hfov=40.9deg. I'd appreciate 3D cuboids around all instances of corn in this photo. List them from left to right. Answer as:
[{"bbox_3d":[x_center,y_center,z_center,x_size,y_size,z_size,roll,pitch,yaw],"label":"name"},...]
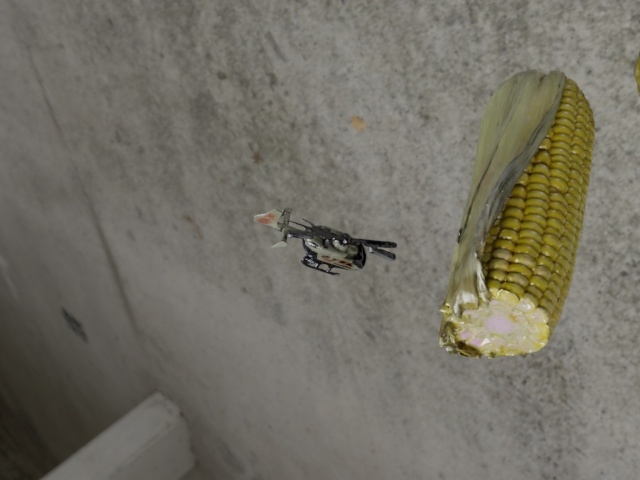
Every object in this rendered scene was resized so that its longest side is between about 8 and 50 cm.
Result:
[{"bbox_3d":[0.186,-0.030,0.818,0.122,0.305,0.123,32,146,-18],"label":"corn"}]

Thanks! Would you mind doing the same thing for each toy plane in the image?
[{"bbox_3d":[0.000,0.000,0.660,0.121,0.031,0.049,18,156,-30],"label":"toy plane"}]

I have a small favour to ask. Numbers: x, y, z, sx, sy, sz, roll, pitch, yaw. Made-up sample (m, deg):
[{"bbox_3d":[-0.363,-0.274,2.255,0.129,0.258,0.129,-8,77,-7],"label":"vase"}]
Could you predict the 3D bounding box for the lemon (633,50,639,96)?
[{"bbox_3d":[0.567,-0.223,1.128,0.293,0.293,0.293,33,143,30],"label":"lemon"}]
